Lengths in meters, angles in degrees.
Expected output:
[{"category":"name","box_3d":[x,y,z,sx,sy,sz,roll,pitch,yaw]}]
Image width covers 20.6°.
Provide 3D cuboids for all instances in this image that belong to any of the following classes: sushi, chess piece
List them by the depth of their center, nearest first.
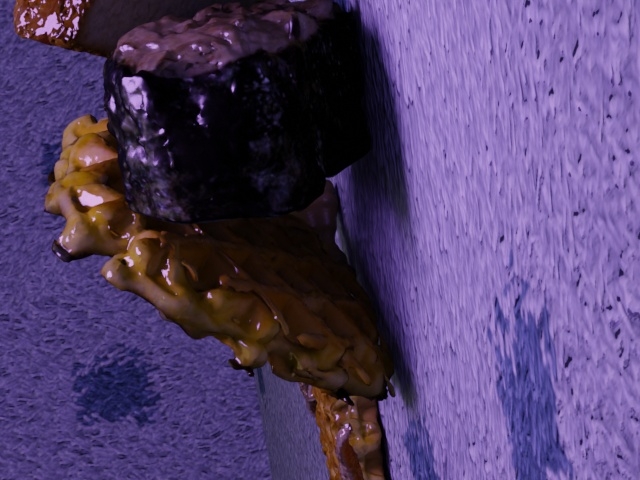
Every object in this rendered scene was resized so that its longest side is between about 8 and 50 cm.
[{"category":"sushi","box_3d":[-0.073,-0.125,1.556,0.350,0.210,0.171,-45,-46,-71]},{"category":"chess piece","box_3d":[0.000,0.000,1.900,0.066,0.066,0.122,100,154,-71]}]

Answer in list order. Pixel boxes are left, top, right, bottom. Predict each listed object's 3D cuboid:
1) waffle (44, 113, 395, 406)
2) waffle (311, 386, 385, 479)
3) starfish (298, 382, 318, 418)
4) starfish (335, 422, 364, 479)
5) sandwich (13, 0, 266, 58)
[{"category":"waffle","box_3d":[-0.091,0.018,1.679,0.095,0.379,0.382,-54,22,13]},{"category":"waffle","box_3d":[0.029,0.211,1.947,0.253,0.056,0.249,112,149,-74]},{"category":"starfish","box_3d":[-0.026,0.121,2.343,0.231,0.048,0.295,90,170,-54]},{"category":"starfish","box_3d":[0.089,0.340,1.489,0.301,0.084,0.294,84,170,-55]},{"category":"sandwich","box_3d":[-0.147,-0.280,1.709,0.301,0.099,0.271,21,-95,-58]}]
